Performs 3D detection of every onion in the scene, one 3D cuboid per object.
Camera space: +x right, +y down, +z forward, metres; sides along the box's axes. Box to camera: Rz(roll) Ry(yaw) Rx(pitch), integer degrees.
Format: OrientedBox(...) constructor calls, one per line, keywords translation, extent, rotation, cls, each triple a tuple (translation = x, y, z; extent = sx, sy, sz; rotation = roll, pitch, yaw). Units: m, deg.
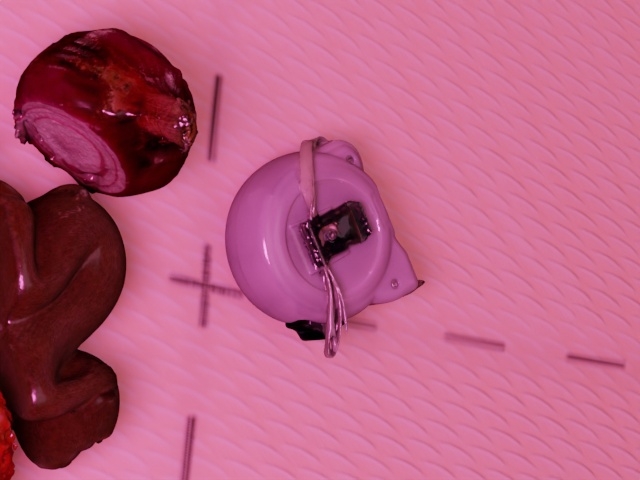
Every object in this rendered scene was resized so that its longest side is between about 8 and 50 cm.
OrientedBox(translation=(-0.170, -0.124, 1.579), extent=(0.173, 0.198, 0.135), rotation=(49, 54, -40), cls="onion")

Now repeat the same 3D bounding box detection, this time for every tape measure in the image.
OrientedBox(translation=(-0.001, 0.004, 1.730), extent=(0.178, 0.105, 0.196), rotation=(-36, 106, -30), cls="tape measure")

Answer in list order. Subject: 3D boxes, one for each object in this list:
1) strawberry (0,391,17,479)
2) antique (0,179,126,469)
OrientedBox(translation=(-0.339, 0.188, 1.449), extent=(0.187, 0.184, 0.201), rotation=(-55, 136, -33), cls="strawberry")
OrientedBox(translation=(-0.242, 0.077, 1.558), extent=(0.143, 0.121, 0.256), rotation=(3, 76, -42), cls="antique")
